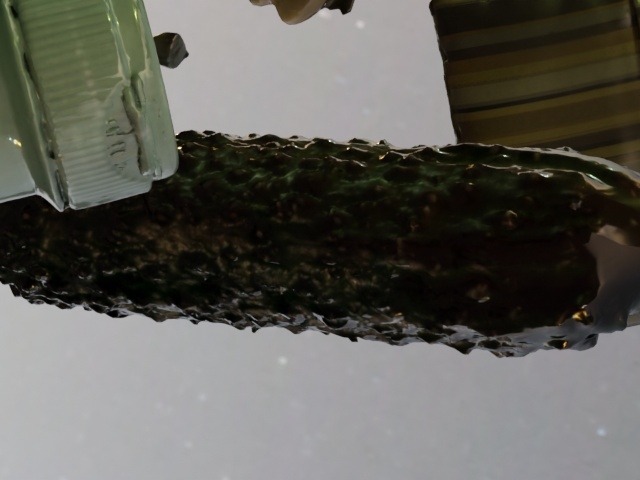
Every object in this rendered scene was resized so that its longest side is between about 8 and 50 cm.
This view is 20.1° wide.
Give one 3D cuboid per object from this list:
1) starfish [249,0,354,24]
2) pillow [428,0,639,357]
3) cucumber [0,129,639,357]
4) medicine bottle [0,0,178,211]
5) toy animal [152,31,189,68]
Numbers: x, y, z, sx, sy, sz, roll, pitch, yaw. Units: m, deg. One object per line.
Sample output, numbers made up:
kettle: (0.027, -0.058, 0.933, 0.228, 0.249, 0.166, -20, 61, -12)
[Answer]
starfish: (0.099, -0.253, 0.456, 0.324, 0.082, 0.432, -3, -114, 46)
pillow: (0.177, -0.052, 1.009, 0.052, 0.208, 0.212, -111, -169, -78)
cucumber: (0.000, 0.000, 0.797, 0.359, 0.096, 0.096, 6, -103, 38)
medicine bottle: (-0.151, -0.018, 0.433, 0.121, 0.228, 0.083, 177, -101, -84)
toy animal: (-0.081, -0.196, 0.983, 0.170, 0.090, 0.255, 12, -131, 25)
